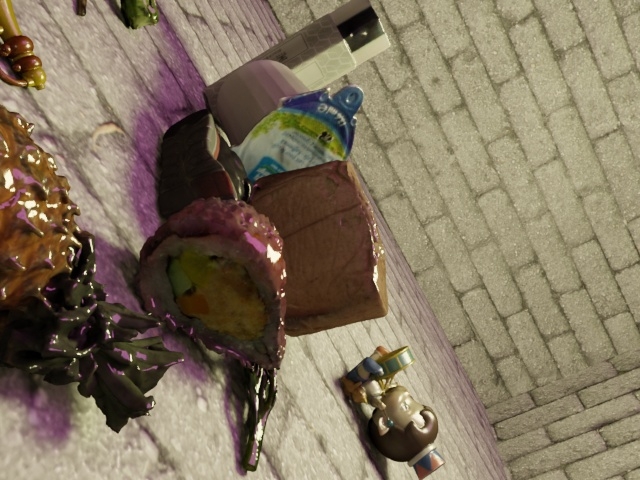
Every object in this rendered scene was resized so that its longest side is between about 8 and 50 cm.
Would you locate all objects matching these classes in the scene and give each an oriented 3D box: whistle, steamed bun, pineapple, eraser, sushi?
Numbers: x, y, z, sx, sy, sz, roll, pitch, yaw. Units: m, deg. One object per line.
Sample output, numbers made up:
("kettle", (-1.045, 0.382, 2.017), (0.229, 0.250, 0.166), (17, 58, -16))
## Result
("whistle", (-0.343, -0.220, 0.615), (0.057, 0.046, 0.109), (-125, -168, -80))
("steamed bun", (0.004, 0.019, 1.016), (0.199, 0.251, 0.302), (38, 38, -63))
("pineapple", (-0.220, 0.026, 0.434), (0.170, 0.141, 0.310), (41, -16, 49))
("eraser", (-0.055, -0.371, 1.201), (0.096, 0.403, 0.098), (44, 21, -57))
("sushi", (-0.098, 0.049, 0.683), (0.241, 0.161, 0.108), (36, 26, -21))

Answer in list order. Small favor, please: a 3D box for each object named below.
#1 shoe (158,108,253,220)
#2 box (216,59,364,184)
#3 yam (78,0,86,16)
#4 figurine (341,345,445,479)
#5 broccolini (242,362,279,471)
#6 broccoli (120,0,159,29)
("shoe", (-0.172, -0.078, 0.863), (0.137, 0.114, 0.291), (57, 10, -45))
("box", (-0.077, -0.245, 1.082), (0.262, 0.291, 0.206), (19, 31, -51))
("yam", (-0.373, -0.383, 0.870), (0.014, 0.014, 0.107), (46, 22, -51))
("figurine", (0.166, 0.361, 1.171), (0.276, 0.158, 0.161), (63, 22, 4))
("broccolini", (-0.075, 0.211, 0.754), (0.091, 0.068, 0.203), (91, -9, -47))
("broccoli", (-0.367, -0.528, 1.007), (0.198, 0.177, 0.275), (27, -54, 51))
